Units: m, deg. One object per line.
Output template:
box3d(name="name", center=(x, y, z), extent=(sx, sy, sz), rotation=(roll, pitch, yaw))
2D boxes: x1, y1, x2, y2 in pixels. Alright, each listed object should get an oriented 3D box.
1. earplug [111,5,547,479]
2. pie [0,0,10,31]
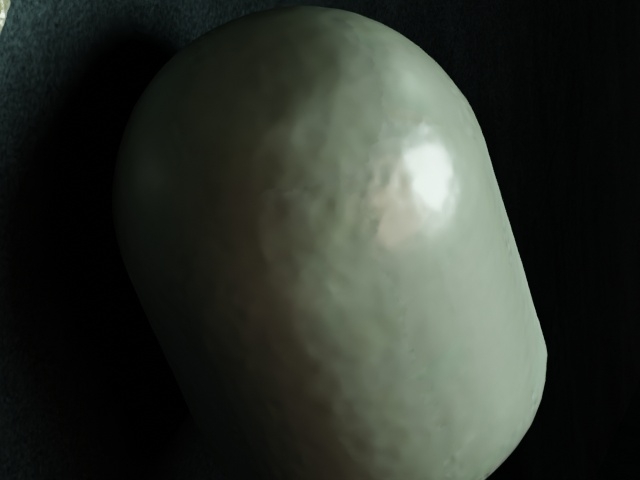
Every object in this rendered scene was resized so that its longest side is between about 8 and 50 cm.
box3d(name="earplug", center=(0.000, 0.000, 1.482), extent=(0.313, 0.312, 0.394), rotation=(-62, 148, -34))
box3d(name="pie", center=(-0.271, -0.140, 1.135), extent=(0.185, 0.052, 0.218), rotation=(40, 61, -57))
